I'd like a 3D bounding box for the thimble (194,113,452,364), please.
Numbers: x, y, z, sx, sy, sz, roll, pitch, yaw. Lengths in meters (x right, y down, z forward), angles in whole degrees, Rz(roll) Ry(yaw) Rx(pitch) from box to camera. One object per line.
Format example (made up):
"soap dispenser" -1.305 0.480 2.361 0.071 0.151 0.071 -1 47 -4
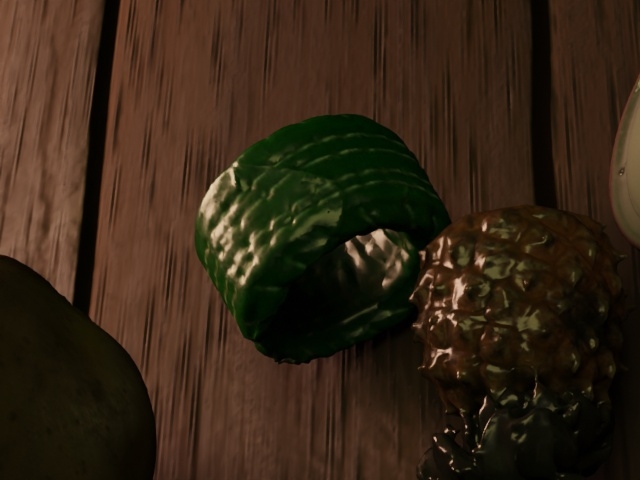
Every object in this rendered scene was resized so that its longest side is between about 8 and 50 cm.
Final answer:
"thimble" 0.000 0.000 1.016 0.130 0.118 0.090 -48 50 20

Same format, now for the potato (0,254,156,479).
"potato" -0.211 0.144 0.908 0.221 0.243 0.326 -14 47 42

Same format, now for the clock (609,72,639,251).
"clock" 0.229 -0.095 0.944 0.244 0.056 0.244 -51 19 25

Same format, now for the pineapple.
"pineapple" 0.105 0.099 0.907 0.119 0.111 0.237 -32 50 42
